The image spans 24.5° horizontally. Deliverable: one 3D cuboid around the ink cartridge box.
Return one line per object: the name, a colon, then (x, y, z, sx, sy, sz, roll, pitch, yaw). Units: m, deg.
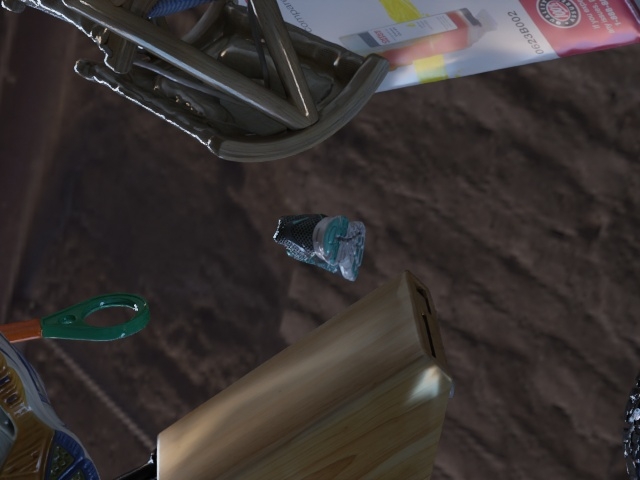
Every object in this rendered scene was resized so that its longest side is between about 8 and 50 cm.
ink cartridge box: (0.086, -0.289, 1.335, 0.385, 0.279, 0.160, -7, -130, 38)

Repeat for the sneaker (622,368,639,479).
sneaker: (0.259, 0.065, 0.890, 0.087, 0.221, 0.083, 34, 179, 7)

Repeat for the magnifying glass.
magnifying glass: (-0.335, 0.110, 1.899, 0.231, 0.026, 0.092, -8, -152, -9)

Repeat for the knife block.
knife block: (-0.055, 0.149, 0.951, 0.242, 0.275, 0.088, 2, -144, -9)

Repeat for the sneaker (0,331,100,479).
sneaker: (-0.321, 0.208, 1.636, 0.112, 0.296, 0.131, -25, -164, 3)

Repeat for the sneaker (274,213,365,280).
sneaker: (0.000, 0.000, 1.535, 0.076, 0.065, 0.166, 11, 170, 16)

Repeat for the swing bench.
swing bench: (-0.124, -0.187, 1.172, 0.165, 0.254, 0.253, -49, -141, -9)
